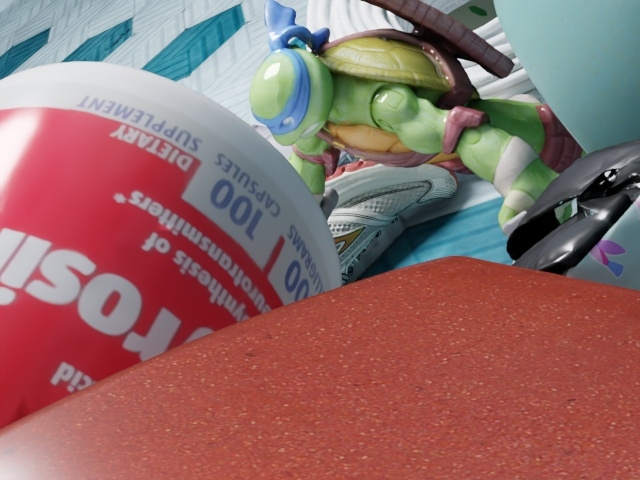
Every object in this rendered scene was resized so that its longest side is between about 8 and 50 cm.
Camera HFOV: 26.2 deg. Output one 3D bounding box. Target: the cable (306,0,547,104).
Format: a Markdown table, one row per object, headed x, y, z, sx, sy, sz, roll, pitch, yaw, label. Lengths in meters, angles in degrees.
| x | y | z | sx | sy | sz | roll | pitch | yaw | label |
| --- | --- | --- | --- | --- | --- | --- | --- | --- | --- |
| 0.117 | -0.179 | 1.074 | 0.257 | 0.089 | 0.257 | -20 | 46 | 10 | cable |

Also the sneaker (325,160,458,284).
| x | y | z | sx | sy | sz | roll | pitch | yaw | label |
| --- | --- | --- | --- | --- | --- | --- | --- | --- | --- |
| 0.000 | 0.000 | 1.022 | 0.225 | 0.093 | 0.088 | -23 | 3 | -8 | sneaker |

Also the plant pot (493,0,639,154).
| x | y | z | sx | sy | sz | roll | pitch | yaw | label |
| --- | --- | --- | --- | --- | --- | --- | --- | --- | --- |
| 0.237 | -0.144 | 0.738 | 0.235 | 0.293 | 0.293 | -39 | 21 | 24 | plant pot |

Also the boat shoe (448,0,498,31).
| x | y | z | sx | sy | sz | roll | pitch | yaw | label |
| --- | --- | --- | --- | --- | --- | --- | --- | --- | --- |
| 0.116 | -0.165 | 1.190 | 0.233 | 0.084 | 0.079 | -55 | -8 | -23 | boat shoe |

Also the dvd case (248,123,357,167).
| x | y | z | sx | sy | sz | roll | pitch | yaw | label |
| --- | --- | --- | --- | --- | --- | --- | --- | --- | --- |
| -0.077 | -0.043 | 1.260 | 0.164 | 0.018 | 0.221 | -43 | 25 | -16 | dvd case |

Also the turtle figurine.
| x | y | z | sx | sy | sz | roll | pitch | yaw | label |
| --- | --- | --- | --- | --- | --- | --- | --- | --- | --- |
| 0.074 | -0.019 | 0.851 | 0.266 | 0.275 | 0.198 | -6 | -28 | -39 | turtle figurine |

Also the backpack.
| x | y | z | sx | sy | sz | roll | pitch | yaw | label |
| --- | --- | --- | --- | --- | --- | --- | --- | --- | --- |
| 0.117 | 0.042 | 0.569 | 0.152 | 0.115 | 0.182 | -49 | -4 | -33 | backpack |

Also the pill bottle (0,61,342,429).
| x | y | z | sx | sy | sz | roll | pitch | yaw | label |
| --- | --- | --- | --- | --- | --- | --- | --- | --- | --- |
| -0.151 | 0.121 | 0.582 | 0.229 | 0.229 | 0.408 | -18 | 31 | 33 | pill bottle |

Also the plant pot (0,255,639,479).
| x | y | z | sx | sy | sz | roll | pitch | yaw | label |
| --- | --- | --- | --- | --- | --- | --- | --- | --- | --- |
| 0.061 | 0.148 | 0.415 | 0.267 | 0.267 | 0.236 | 11 | 37 | 34 | plant pot |
